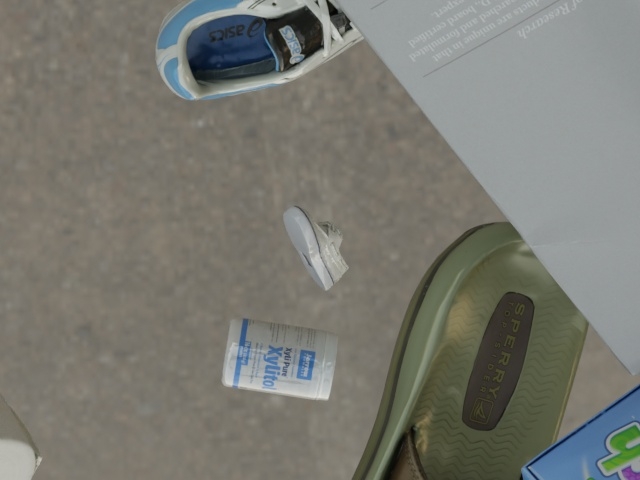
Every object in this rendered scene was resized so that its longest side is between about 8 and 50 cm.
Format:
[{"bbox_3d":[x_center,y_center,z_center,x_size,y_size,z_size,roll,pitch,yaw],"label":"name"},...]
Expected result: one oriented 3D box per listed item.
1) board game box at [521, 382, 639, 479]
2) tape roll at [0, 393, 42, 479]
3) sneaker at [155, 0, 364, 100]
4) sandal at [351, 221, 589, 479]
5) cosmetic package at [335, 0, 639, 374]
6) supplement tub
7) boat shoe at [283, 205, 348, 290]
[{"bbox_3d":[0.209,0.088,0.654,0.211,0.160,0.039,-33,144,-13],"label":"board game box"},{"bbox_3d":[-0.454,0.268,1.622,0.392,0.072,0.392,-30,162,-11],"label":"tape roll"},{"bbox_3d":[0.002,-0.154,1.153,0.237,0.086,0.085,-23,126,3],"label":"sneaker"},{"bbox_3d":[0.070,0.139,0.804,0.120,0.302,0.086,13,179,-32],"label":"sandal"},{"bbox_3d":[0.088,-0.080,0.615,0.107,0.127,0.238,-32,122,22],"label":"cosmetic package"},{"bbox_3d":[-0.040,0.116,1.682,0.107,0.071,0.071,8,139,-1],"label":"supplement tub"},{"bbox_3d":[0.000,0.000,1.363,0.035,0.035,0.100,-39,140,-11],"label":"boat shoe"}]
